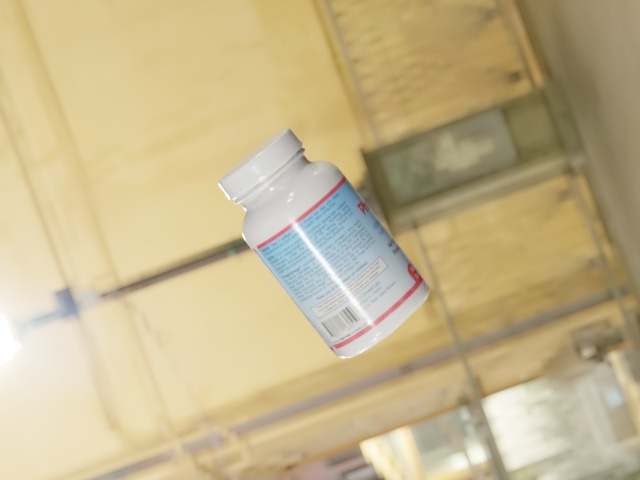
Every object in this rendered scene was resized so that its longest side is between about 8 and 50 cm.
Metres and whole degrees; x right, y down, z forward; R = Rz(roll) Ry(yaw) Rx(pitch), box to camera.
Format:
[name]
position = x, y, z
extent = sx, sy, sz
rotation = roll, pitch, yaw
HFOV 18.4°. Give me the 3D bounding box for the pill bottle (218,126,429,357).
[pill bottle]
position = 0.000, 0.000, 1.438
extent = 0.160, 0.087, 0.087
rotation = 52, -177, -8
